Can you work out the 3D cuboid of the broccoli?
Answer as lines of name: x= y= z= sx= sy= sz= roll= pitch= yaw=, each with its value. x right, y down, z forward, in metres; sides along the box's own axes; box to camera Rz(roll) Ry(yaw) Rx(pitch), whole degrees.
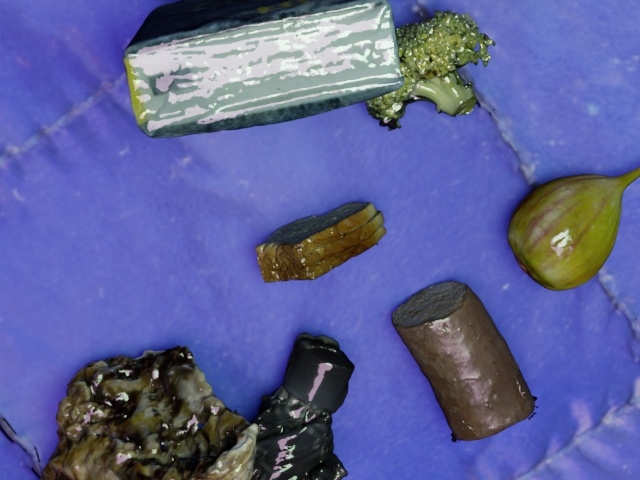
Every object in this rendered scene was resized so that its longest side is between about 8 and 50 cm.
broccoli: x=0.087 y=-0.134 z=1.174 sx=0.097 sy=0.095 sz=0.092 roll=-41 pitch=90 yaw=-21

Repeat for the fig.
fig: x=0.221 y=-0.034 z=1.214 sx=0.093 sy=0.093 sz=0.166 roll=37 pitch=72 yaw=-9

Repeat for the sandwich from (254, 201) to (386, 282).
sandwich: x=0.000 y=0.000 z=1.210 sx=0.105 sy=0.093 sz=0.035 roll=-27 pitch=104 yaw=-28

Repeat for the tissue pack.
tissue pack: x=-0.043 y=-0.143 z=1.078 sx=0.185 sy=0.257 sz=0.081 roll=-10 pitch=105 yaw=0

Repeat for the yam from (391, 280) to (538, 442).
yam: x=0.123 y=0.104 z=1.232 sx=0.084 sy=0.084 sz=0.127 roll=-28 pitch=105 yaw=5

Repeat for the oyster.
oyster: x=-0.160 y=0.195 z=1.202 sx=0.214 sy=0.083 sz=0.223 roll=36 pitch=101 yaw=35

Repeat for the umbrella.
umbrella: x=-0.048 y=0.252 z=1.242 sx=0.154 sy=0.128 sz=0.336 roll=35 pitch=97 yaw=-7
